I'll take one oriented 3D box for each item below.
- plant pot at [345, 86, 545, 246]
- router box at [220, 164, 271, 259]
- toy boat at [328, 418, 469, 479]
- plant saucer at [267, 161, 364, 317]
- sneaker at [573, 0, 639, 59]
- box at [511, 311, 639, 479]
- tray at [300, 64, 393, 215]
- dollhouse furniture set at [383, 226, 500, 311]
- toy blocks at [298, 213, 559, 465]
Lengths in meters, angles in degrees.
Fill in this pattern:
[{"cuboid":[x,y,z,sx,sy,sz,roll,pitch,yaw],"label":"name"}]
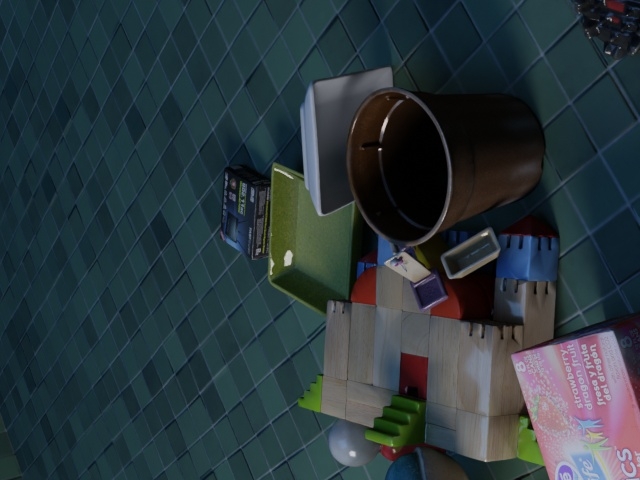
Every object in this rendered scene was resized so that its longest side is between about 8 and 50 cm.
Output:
[{"cuboid":[0.143,-0.089,1.165,0.167,0.165,0.167,20,116,51],"label":"plant pot"},{"cuboid":[-0.111,-0.043,1.636,0.092,0.038,0.122,30,123,45],"label":"router box"},{"cuboid":[0.091,0.323,1.262,0.318,0.148,0.267,-96,7,-57],"label":"toy boat"},{"cuboid":[0.000,0.000,1.491,0.188,0.045,0.188,27,121,48],"label":"plant saucer"},{"cuboid":[0.294,-0.294,0.959,0.097,0.135,0.276,28,146,33],"label":"sneaker"},{"cuboid":[0.319,0.222,1.026,0.142,0.154,0.300,-25,81,54],"label":"box"},{"cuboid":[0.033,-0.121,1.238,0.030,0.270,0.145,2,103,21],"label":"tray"},{"cuboid":[0.122,0.001,1.143,0.114,0.081,0.091,-32,53,20],"label":"dollhouse furniture set"},{"cuboid":[0.131,0.095,1.258,0.381,0.190,0.261,5,92,53],"label":"toy blocks"}]
